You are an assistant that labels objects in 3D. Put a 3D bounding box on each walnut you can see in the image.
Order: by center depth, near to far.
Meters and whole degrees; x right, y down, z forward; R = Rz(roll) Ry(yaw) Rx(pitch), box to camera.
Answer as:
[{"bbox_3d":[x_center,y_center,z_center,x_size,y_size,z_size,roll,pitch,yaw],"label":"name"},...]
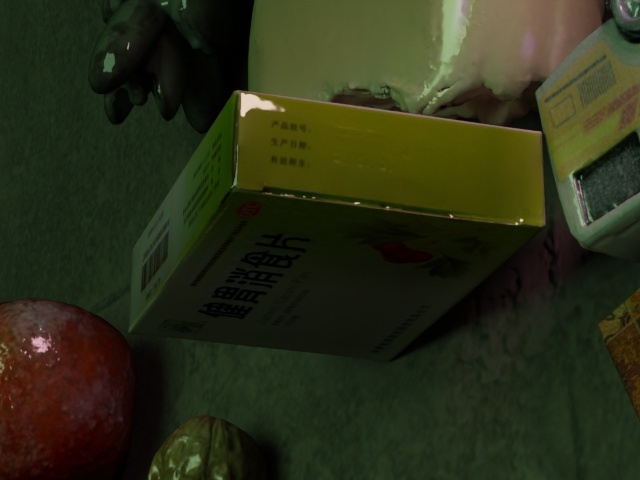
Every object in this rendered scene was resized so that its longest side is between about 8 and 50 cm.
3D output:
[{"bbox_3d":[-0.077,0.169,1.335,0.079,0.083,0.096,108,172,-71],"label":"walnut"}]

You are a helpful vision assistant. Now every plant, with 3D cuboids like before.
[{"bbox_3d":[-0.115,-0.221,1.477,0.149,0.146,0.274,-5,74,52],"label":"plant"}]

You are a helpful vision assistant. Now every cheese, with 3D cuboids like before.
[{"bbox_3d":[0.059,-0.142,1.218,0.266,0.127,0.233,-13,66,54],"label":"cheese"}]

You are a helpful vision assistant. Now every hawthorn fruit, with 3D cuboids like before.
[{"bbox_3d":[-0.221,0.130,1.478,0.173,0.173,0.172,-26,57,48],"label":"hawthorn fruit"}]

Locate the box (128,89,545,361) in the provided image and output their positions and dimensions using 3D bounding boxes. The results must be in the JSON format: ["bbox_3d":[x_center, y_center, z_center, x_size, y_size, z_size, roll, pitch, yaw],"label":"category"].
[{"bbox_3d":[0.000,0.000,1.135,0.260,0.175,0.062,133,141,-64],"label":"box"}]

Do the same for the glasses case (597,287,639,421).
[{"bbox_3d":[0.212,0.108,0.969,0.075,0.049,0.218,-44,44,27],"label":"glasses case"}]

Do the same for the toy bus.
[{"bbox_3d":[0.248,-0.112,0.961,0.342,0.097,0.138,-35,52,44],"label":"toy bus"}]
